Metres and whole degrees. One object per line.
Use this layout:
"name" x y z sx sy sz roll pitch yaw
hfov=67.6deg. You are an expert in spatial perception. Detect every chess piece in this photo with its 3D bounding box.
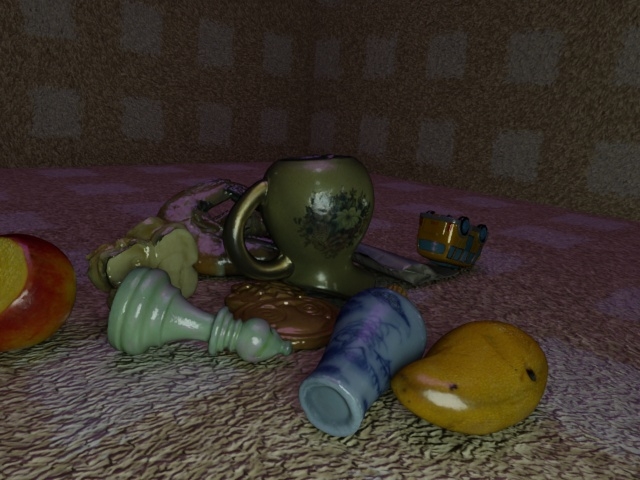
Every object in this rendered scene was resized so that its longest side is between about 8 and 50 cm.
"chess piece" -0.176 0.135 0.752 0.272 0.139 0.139 14 15 -1

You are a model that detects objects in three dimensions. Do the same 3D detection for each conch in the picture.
"conch" -0.226 -0.024 1.282 0.207 0.130 0.155 -6 -1 16

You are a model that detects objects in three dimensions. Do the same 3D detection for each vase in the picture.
"vase" -0.044 -0.020 0.999 0.329 0.302 0.241 -10 16 -26

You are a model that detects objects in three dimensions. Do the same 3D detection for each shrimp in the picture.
"shrimp" -0.175 -0.022 1.172 0.445 0.085 0.272 11 59 -3

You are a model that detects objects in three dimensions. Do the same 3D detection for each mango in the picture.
"mango" 0.209 0.189 0.653 0.262 0.108 0.157 -13 32 -34

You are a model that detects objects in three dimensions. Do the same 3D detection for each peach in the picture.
"peach" -0.487 0.077 0.731 0.190 0.190 0.192 18 2 43

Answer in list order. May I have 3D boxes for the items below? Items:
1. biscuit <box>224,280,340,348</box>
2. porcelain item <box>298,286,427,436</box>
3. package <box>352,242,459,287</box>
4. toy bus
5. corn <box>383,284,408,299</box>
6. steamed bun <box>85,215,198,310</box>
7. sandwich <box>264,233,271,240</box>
"biscuit" -0.079 0.130 0.921 0.202 0.044 0.289 -4 19 -26
"porcelain item" 0.069 0.159 0.683 0.141 0.141 0.259 11 26 24
"package" 0.197 0.063 1.224 0.251 0.062 0.204 9 9 -38
"toy bus" 0.348 0.004 1.275 0.210 0.136 0.126 13 2 -45
"corn" 0.124 0.135 0.900 0.068 0.068 0.207 9 15 17
"steamed bun" -0.316 0.056 0.868 0.106 0.192 0.177 18 41 38
"sandwich" -0.132 -0.010 1.427 0.093 0.035 0.105 7 15 14
